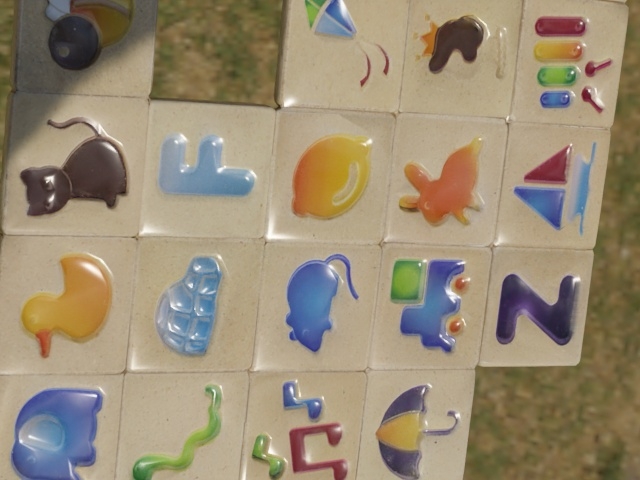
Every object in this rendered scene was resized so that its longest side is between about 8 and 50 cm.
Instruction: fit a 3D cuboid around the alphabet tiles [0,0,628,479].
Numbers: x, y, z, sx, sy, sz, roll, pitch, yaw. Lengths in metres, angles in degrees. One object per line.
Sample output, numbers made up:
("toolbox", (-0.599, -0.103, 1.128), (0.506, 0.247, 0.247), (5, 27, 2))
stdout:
("alphabet tiles", (0.000, 0.000, 0.508), (0.198, 0.009, 0.237), (1, 101, -27))
